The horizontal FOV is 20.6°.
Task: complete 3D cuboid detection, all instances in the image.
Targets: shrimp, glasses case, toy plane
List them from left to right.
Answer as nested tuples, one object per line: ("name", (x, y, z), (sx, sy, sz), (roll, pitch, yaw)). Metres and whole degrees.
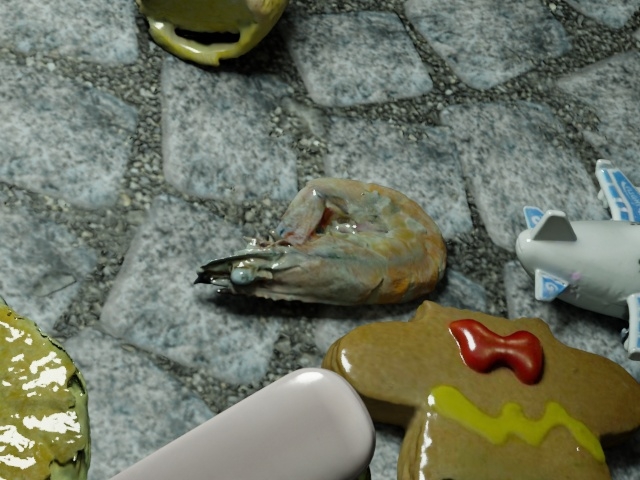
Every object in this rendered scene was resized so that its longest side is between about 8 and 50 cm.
("glasses case", (-0.089, 0.220, 1.582), (0.297, 0.075, 0.113), (-30, 83, 6))
("shrimp", (0.000, 0.000, 1.893), (0.317, 0.062, 0.164), (-4, 54, -31))
("toy plane", (0.342, 0.025, 1.985), (0.267, 0.122, 0.267), (14, 52, -18))

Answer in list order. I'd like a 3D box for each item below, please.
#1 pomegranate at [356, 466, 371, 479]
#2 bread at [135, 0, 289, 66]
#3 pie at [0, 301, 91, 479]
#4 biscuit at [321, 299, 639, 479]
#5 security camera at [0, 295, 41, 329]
("pomegranate", (-0.024, 0.243, 1.680), (0.138, 0.163, 0.125), (7, 13, -37))
("bread", (-0.121, -0.312, 1.991), (0.197, 0.197, 0.170), (26, 56, -5))
("pie", (-0.346, 0.173, 1.585), (0.306, 0.071, 0.306), (7, 64, -14))
("biscuit", (0.183, 0.237, 1.789), (0.368, 0.076, 0.394), (13, 52, -16))
("security camera", (-0.319, 0.077, 1.703), (0.092, 0.058, 0.058), (38, 49, 16))
